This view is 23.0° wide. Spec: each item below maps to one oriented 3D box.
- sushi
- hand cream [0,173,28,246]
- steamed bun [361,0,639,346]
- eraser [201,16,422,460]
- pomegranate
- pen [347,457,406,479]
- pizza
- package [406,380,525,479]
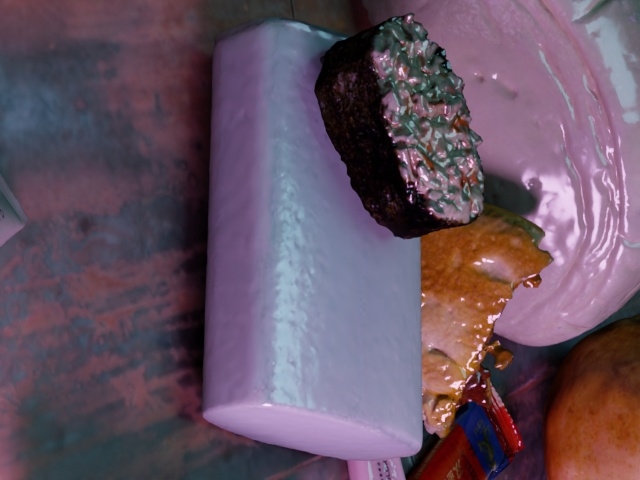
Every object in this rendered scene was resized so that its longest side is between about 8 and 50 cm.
[{"bbox_3d":[0.057,-0.076,1.082,0.090,0.078,0.150,-23,95,-47],"label":"sushi"},{"bbox_3d":[-0.223,0.004,0.876,0.087,0.054,0.186,62,31,-26],"label":"hand cream"},{"bbox_3d":[0.213,-0.115,1.346,0.247,0.236,0.383,-32,104,-52],"label":"steamed bun"},{"bbox_3d":[0.000,0.000,1.131,0.189,0.104,0.290,26,58,-50],"label":"eraser"},{"bbox_3d":[0.324,0.195,1.401,0.252,0.229,0.270,-29,108,-53],"label":"pomegranate"},{"bbox_3d":[0.056,0.248,1.177,0.053,0.032,0.197,-6,81,-38],"label":"pen"},{"bbox_3d":[0.108,0.062,1.266,0.069,0.154,0.194,-19,116,-73],"label":"pizza"},{"bbox_3d":[0.112,0.191,1.288,0.200,0.022,0.083,-45,114,-49],"label":"package"}]
